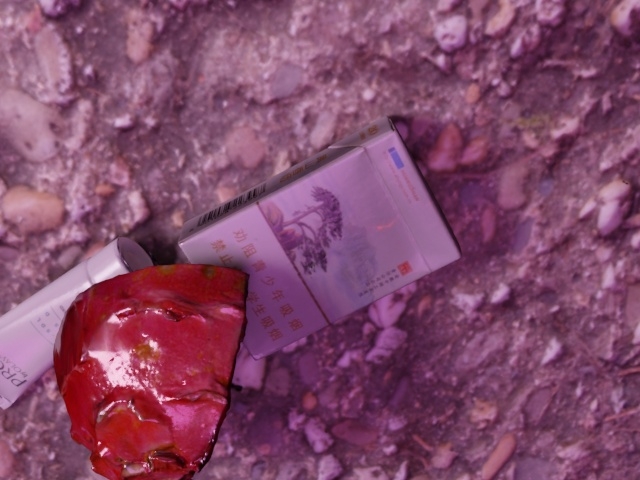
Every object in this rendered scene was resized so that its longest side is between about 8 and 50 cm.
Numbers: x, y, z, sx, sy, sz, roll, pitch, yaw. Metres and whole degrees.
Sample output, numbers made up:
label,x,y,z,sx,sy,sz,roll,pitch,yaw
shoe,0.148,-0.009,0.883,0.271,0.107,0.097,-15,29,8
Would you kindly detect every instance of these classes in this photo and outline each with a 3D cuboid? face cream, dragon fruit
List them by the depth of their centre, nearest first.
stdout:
label,x,y,z,sx,sy,sz,roll,pitch,yaw
dragon fruit,-0.172,0.136,0.840,0.189,0.163,0.261,34,131,1
face cream,-0.269,0.081,0.897,0.244,0.058,0.092,-36,115,17

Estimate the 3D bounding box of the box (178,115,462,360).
label,x,y,z,sx,sy,sz,roll,pitch,yaw
box,0.001,-0.001,0.871,0.233,0.067,0.149,-27,112,8
